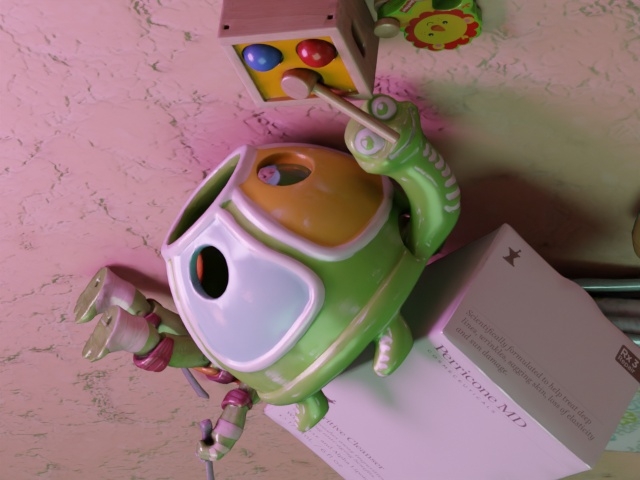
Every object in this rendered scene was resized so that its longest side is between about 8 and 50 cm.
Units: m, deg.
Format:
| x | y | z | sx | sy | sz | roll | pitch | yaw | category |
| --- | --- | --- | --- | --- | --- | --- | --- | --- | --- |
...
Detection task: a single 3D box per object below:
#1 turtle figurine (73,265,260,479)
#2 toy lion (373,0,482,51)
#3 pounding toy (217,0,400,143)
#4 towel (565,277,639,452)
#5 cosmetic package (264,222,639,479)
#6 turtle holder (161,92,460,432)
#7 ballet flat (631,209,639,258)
| x | y | z | sx | sy | sz | roll | pitch | yaw | category |
| --- | --- | --- | --- | --- | --- | --- | --- | --- | --- |
| -0.165 | 0.162 | 2.245 | 0.266 | 0.198 | 0.275 | 28 | 140 | -27 | turtle figurine |
| 0.101 | -0.199 | 1.727 | 0.096 | 0.034 | 0.100 | 11 | 150 | -22 | toy lion |
| -0.005 | -0.159 | 1.744 | 0.130 | 0.100 | 0.141 | -3 | 149 | 18 | pounding toy |
| 0.358 | 0.142 | 2.215 | 0.374 | 0.090 | 0.320 | 4 | 153 | 5 | towel |
| 0.134 | 0.150 | 2.050 | 0.217 | 0.156 | 0.385 | 41 | 151 | -9 | cosmetic package |
| -0.011 | 0.016 | 1.918 | 0.227 | 0.243 | 0.320 | 38 | 152 | -13 | turtle holder |
| 0.423 | -0.007 | 1.951 | 0.232 | 0.080 | 0.073 | 0 | 135 | 9 | ballet flat |
